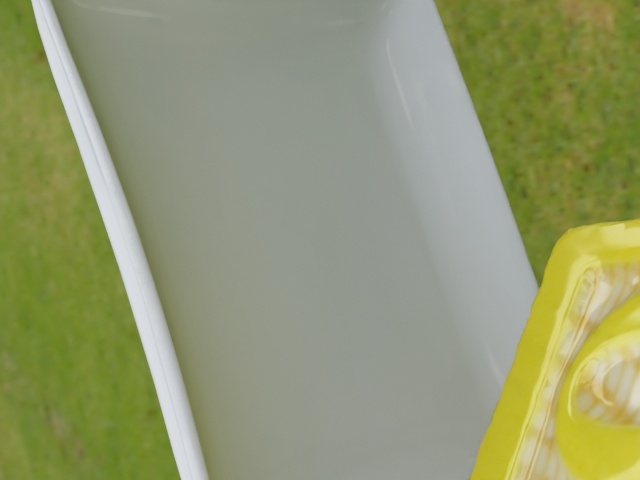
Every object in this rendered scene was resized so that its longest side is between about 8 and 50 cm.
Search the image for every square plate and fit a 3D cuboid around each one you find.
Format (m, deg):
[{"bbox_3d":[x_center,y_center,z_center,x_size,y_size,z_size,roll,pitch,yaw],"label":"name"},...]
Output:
[{"bbox_3d":[0.000,0.000,0.956,0.049,0.344,0.347,-25,79,35],"label":"square plate"}]

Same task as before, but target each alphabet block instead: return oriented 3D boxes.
[{"bbox_3d":[0.213,0.113,0.845,0.192,0.197,0.193,-11,50,49],"label":"alphabet block"}]
